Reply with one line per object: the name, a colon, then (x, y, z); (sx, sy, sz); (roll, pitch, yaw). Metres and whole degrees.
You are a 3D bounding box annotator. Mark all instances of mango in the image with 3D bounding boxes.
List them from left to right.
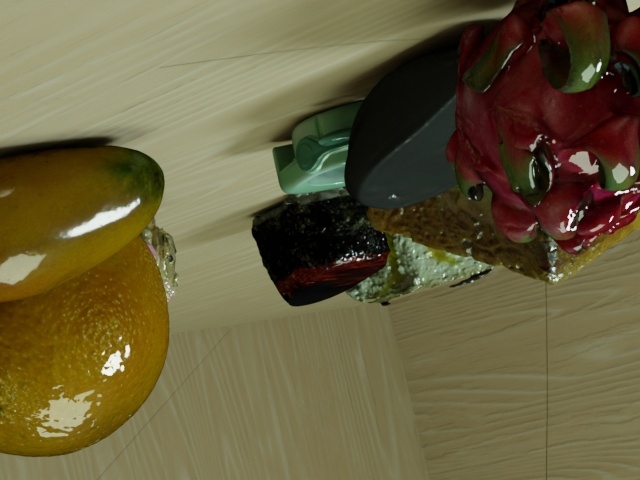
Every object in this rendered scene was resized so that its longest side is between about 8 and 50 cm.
mango: (-0.248, -0.019, 1.517); (0.221, 0.120, 0.151); (-19, 169, -30)

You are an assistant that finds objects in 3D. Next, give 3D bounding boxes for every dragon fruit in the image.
dragon fruit: (0.198, -0.107, 1.259); (0.198, 0.218, 0.273); (30, 160, -7)

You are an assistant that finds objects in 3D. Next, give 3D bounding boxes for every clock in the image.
clock: (0.040, -0.098, 1.681); (0.148, 0.060, 0.188); (-11, 173, -16)

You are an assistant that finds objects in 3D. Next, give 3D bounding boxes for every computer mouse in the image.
computer mouse: (0.112, -0.120, 1.512); (0.137, 0.086, 0.269); (0, 155, -34)

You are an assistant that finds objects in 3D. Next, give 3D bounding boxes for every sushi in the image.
sushi: (0.000, 0.000, 2.220); (0.136, 0.126, 0.225); (-9, 167, -25)

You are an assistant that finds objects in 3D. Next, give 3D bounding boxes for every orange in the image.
orange: (-0.282, 0.082, 1.693); (0.274, 0.274, 0.274); (-13, 174, -1)

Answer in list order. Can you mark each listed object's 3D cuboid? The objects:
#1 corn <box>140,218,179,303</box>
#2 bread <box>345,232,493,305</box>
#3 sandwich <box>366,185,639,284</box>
corn: (-0.329, 0.050, 1.966); (0.335, 0.127, 0.126); (-13, 174, 8)
bread: (0.141, -0.013, 2.306); (0.260, 0.158, 0.156); (-18, -174, 4)
sandwich: (0.234, -0.062, 1.990); (0.288, 0.100, 0.254); (16, -139, 37)
